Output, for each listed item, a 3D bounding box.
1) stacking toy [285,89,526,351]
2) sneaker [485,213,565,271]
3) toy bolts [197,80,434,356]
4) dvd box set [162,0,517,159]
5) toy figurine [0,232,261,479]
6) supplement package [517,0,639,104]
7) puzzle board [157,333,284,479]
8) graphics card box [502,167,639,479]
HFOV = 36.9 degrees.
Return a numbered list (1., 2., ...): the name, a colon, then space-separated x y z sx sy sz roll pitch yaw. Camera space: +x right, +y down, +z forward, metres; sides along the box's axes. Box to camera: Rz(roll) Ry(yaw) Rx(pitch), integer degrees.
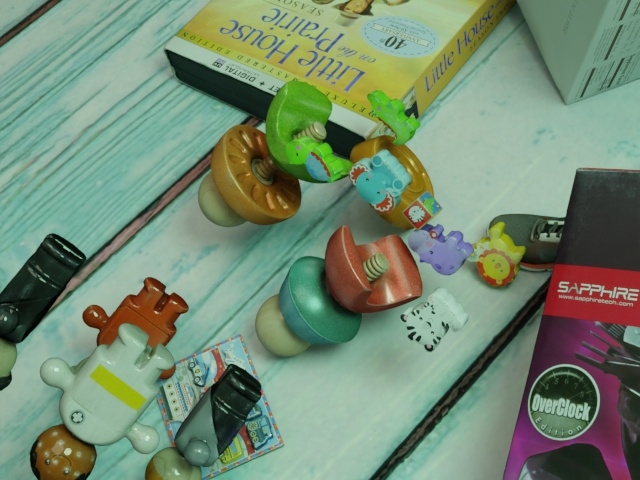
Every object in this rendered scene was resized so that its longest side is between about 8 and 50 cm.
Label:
1. stacking toy: 0.077 -0.024 0.848 0.221 0.052 0.167 50 36 3
2. sneaker: 0.231 -0.005 0.893 0.157 0.065 0.061 14 60 22
3. toy bolts: 0.000 0.000 0.922 0.158 0.218 0.229 -35 56 33
4. dvd box set: 0.059 -0.297 1.145 0.307 0.062 0.420 28 65 29
5. toy figurine: -0.179 0.119 0.806 0.209 0.213 0.148 41 95 34
6. supplement package: 0.285 -0.292 0.931 0.145 0.262 0.204 -19 74 -2
7. puzzle board: -0.099 0.155 0.893 0.096 0.011 0.128 -23 53 -4
8. graphics card box: 0.259 0.133 0.672 0.232 0.094 0.371 7 76 39
